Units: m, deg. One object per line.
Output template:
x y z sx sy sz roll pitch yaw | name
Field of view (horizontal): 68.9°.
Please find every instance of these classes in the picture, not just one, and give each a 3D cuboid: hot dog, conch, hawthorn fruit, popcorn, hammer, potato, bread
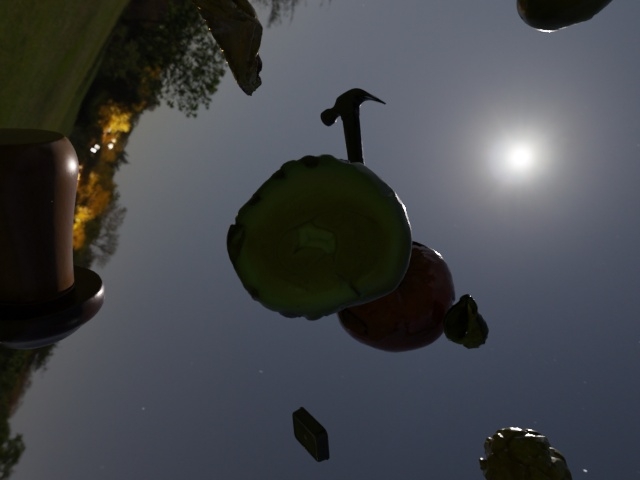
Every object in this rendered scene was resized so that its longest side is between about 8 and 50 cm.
-0.102 -0.256 0.563 0.061 0.169 0.078 -25 -136 6 | hot dog
0.284 0.165 0.919 0.089 0.121 0.074 -21 -157 -18 | conch
0.162 0.136 1.090 0.307 0.276 0.276 86 20 -69 | hawthorn fruit
0.272 0.314 0.619 0.121 0.106 0.116 18 -124 42 | popcorn
0.067 -0.139 0.825 0.137 0.037 0.289 -27 -119 44 | hammer
0.481 -0.509 0.858 0.253 0.148 0.186 -46 -108 35 | potato
0.000 0.000 0.372 0.139 0.130 0.071 -38 179 1 | bread

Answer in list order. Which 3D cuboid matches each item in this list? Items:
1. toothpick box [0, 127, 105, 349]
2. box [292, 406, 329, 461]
-0.406 0.004 0.640 0.192 0.192 0.294 -131 -137 -60 | toothpick box
-0.026 0.470 1.129 0.126 0.031 0.091 23 -59 54 | box
